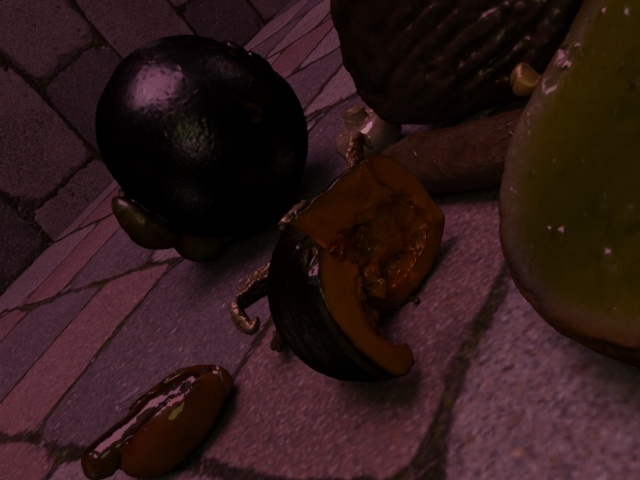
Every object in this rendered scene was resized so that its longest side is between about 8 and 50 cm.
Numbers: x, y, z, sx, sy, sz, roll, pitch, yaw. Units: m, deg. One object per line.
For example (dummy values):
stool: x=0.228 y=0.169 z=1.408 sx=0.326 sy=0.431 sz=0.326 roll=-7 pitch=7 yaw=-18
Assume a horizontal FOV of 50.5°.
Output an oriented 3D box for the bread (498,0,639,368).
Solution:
bread: x=0.175 y=-0.053 z=0.321 sx=0.236 sy=0.069 sz=0.236 roll=-54 pitch=25 yaw=41

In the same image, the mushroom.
mushroom: x=0.055 y=-0.127 z=0.794 sx=0.083 sy=0.067 sz=0.084 roll=-28 pitch=24 yaw=13

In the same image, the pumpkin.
pumpkin: x=0.017 y=0.027 z=0.497 sx=0.107 sy=0.119 sz=0.183 roll=-23 pitch=22 yaw=34

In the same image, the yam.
yam: x=0.151 y=-0.070 z=0.529 sx=0.066 sy=0.066 sz=0.299 roll=-49 pitch=22 yaw=-19

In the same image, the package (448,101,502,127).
package: x=0.135 y=-0.107 z=0.692 sx=0.110 sy=0.015 sz=0.037 roll=-39 pitch=16 yaw=0

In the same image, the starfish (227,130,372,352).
starfish: x=-0.009 y=-0.004 z=0.604 sx=0.210 sy=0.053 sz=0.150 roll=-64 pitch=-19 yaw=-4

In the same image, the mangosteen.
mangosteen: x=-0.155 y=-0.116 z=0.869 sx=0.288 sy=0.288 sz=0.288 roll=-35 pitch=22 yaw=16

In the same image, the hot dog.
hot dog: x=-0.140 y=0.158 z=0.589 sx=0.140 sy=0.060 sz=0.090 roll=-41 pitch=17 yaw=10

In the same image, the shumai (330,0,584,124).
shumai: x=0.167 y=-0.284 z=0.690 sx=0.346 sy=0.217 sz=0.283 roll=-61 pitch=-8 yaw=34

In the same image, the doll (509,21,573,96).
doll: x=0.235 y=-0.153 z=0.529 sx=0.179 sy=0.102 sz=0.089 roll=-7 pitch=82 yaw=49
